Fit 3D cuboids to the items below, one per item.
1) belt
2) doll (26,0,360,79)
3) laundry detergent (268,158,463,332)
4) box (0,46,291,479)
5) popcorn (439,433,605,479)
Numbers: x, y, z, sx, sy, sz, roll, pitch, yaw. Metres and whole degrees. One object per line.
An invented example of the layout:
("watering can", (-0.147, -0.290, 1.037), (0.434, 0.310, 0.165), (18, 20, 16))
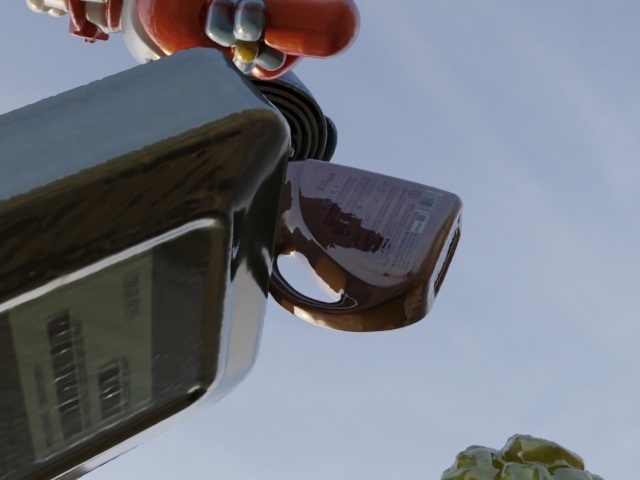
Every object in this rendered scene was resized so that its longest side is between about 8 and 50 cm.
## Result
("belt", (-0.103, -0.115, 1.130), (0.268, 0.116, 0.206), (-14, -50, -23))
("doll", (-0.106, -0.203, 0.864), (0.291, 0.161, 0.129), (11, -84, 7))
("laundry detergent", (0.000, 0.000, 0.926), (0.076, 0.237, 0.171), (86, -155, -49))
("box", (-0.216, 0.071, 0.759), (0.397, 0.111, 0.396), (-26, -31, -26))
("popcorn", (0.170, 0.290, 0.838), (0.235, 0.241, 0.250), (19, -66, -27))
